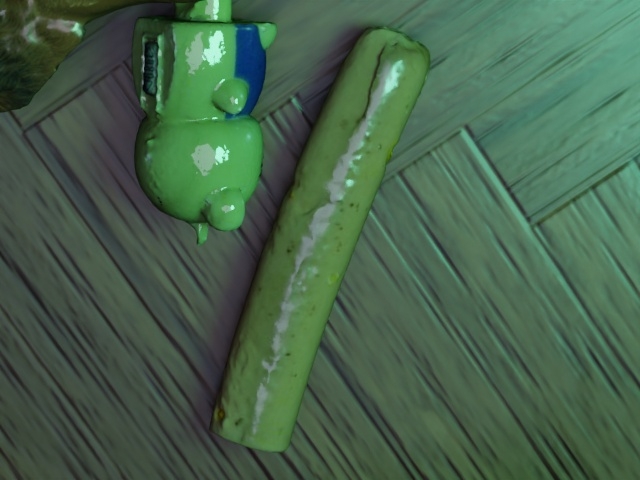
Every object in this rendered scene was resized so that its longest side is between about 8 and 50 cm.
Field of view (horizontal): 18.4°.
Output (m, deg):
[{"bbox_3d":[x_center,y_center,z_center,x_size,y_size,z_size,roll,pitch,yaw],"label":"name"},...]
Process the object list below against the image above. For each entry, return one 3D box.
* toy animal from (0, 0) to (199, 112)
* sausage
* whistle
[{"bbox_3d":[-0.132,-0.181,1.243,0.312,0.097,0.157,-14,85,33],"label":"toy animal"},{"bbox_3d":[-0.002,0.000,1.330,0.066,0.066,0.301,19,98,-5],"label":"sausage"},{"bbox_3d":[-0.077,-0.109,1.294,0.085,0.105,0.227,-3,99,-33],"label":"whistle"}]
